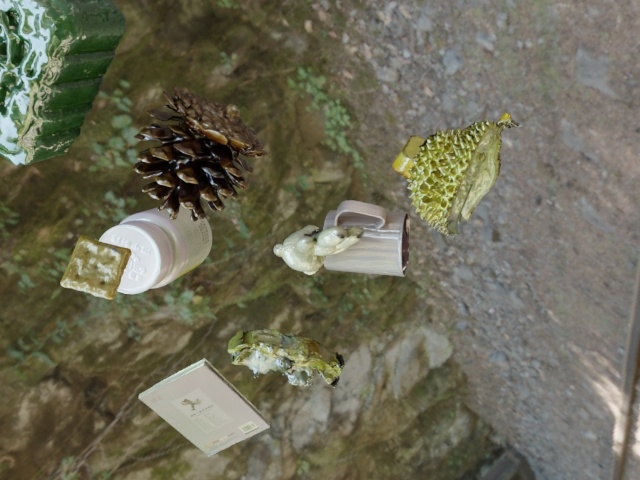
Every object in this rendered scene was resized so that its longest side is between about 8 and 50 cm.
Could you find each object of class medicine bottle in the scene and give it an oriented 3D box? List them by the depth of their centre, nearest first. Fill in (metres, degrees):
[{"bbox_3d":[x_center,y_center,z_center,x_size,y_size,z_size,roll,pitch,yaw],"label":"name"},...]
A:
[{"bbox_3d":[-0.458,0.016,1.820,0.213,0.213,0.378,45,-167,0],"label":"medicine bottle"}]

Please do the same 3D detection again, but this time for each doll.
[{"bbox_3d":[0.003,0.000,1.910,0.175,0.149,0.278,35,143,-29],"label":"doll"}]

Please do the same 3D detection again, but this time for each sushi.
[{"bbox_3d":[-0.083,0.293,1.575,0.290,0.131,0.139,19,-169,-9],"label":"sushi"}]

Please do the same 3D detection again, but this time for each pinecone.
[{"bbox_3d":[-0.248,-0.162,1.261,0.264,0.264,0.264,44,171,8],"label":"pinecone"}]

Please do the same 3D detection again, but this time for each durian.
[{"bbox_3d":[0.240,-0.139,1.160,0.137,0.237,0.193,39,-170,28],"label":"durian"}]

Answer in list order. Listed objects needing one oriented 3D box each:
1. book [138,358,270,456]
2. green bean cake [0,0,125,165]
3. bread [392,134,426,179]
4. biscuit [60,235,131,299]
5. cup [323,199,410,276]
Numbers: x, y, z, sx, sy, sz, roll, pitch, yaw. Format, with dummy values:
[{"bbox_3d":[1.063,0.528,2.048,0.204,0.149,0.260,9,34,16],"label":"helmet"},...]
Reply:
[{"bbox_3d":[-0.178,0.266,1.011,0.182,0.127,0.014,53,-165,-32],"label":"book"},{"bbox_3d":[-0.511,-0.316,1.046,0.300,0.308,0.169,36,-154,5],"label":"green bean cake"},{"bbox_3d":[0.307,-0.275,2.162,0.102,0.094,0.245,29,-149,1],"label":"bread"},{"bbox_3d":[-0.326,0.039,0.939,0.083,0.081,0.018,16,162,3],"label":"biscuit"},{"bbox_3d":[0.148,0.000,2.072,0.273,0.208,0.288,4,173,15],"label":"cup"}]
